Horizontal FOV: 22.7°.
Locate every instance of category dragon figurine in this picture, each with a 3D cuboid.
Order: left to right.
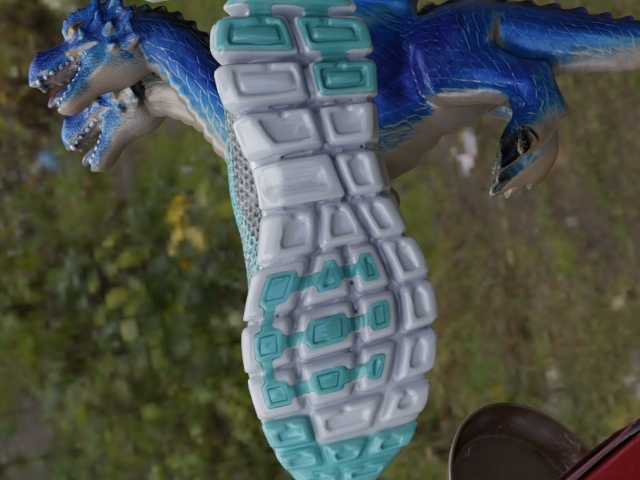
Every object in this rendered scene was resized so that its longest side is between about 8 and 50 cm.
[{"bbox_3d":[0.026,-0.078,0.612,0.144,0.289,0.085,65,-169,9],"label":"dragon figurine"}]

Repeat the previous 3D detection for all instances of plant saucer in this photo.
[{"bbox_3d":[0.147,0.192,1.098,0.029,0.168,0.168,-42,57,41],"label":"plant saucer"}]

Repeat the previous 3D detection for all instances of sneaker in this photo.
[{"bbox_3d":[0.000,0.000,0.530,0.076,0.065,0.167,116,149,-81],"label":"sneaker"}]

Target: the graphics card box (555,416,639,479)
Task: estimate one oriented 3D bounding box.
[{"bbox_3d":[0.059,0.274,0.825,0.094,0.232,0.371,43,134,18],"label":"graphics card box"}]

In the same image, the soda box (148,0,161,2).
[{"bbox_3d":[-0.029,-0.207,1.033,0.074,0.216,0.069,-1,-96,-73],"label":"soda box"}]
